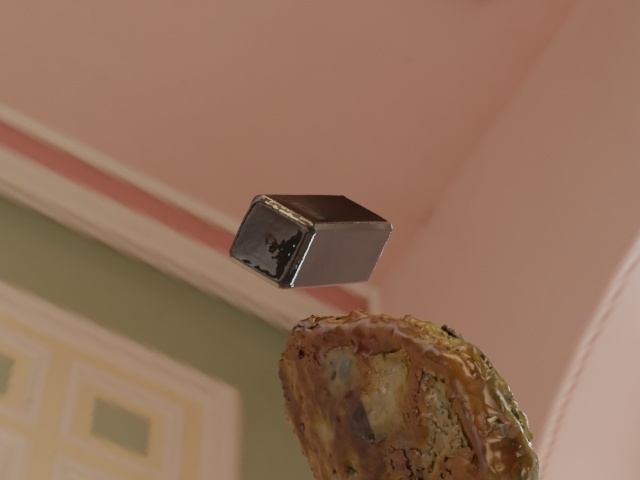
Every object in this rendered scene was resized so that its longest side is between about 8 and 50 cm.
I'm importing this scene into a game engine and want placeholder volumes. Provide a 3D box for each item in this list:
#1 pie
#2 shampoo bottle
[{"bbox_3d":[0.080,0.190,1.419,0.085,0.308,0.308,-9,-132,-40],"label":"pie"},{"bbox_3d":[0.000,0.000,1.717,0.080,0.079,0.246,31,-167,22],"label":"shampoo bottle"}]
